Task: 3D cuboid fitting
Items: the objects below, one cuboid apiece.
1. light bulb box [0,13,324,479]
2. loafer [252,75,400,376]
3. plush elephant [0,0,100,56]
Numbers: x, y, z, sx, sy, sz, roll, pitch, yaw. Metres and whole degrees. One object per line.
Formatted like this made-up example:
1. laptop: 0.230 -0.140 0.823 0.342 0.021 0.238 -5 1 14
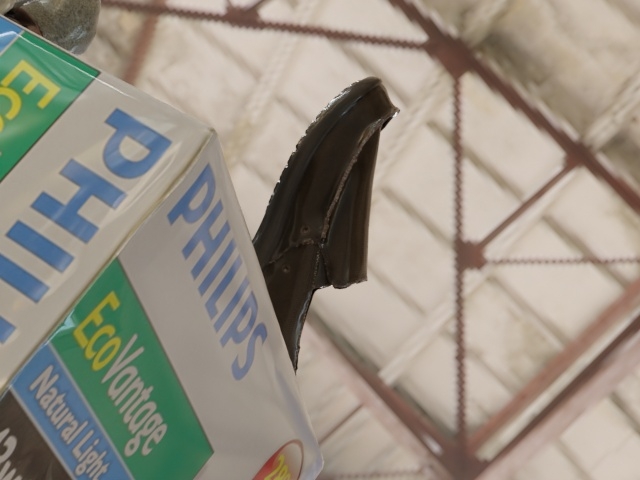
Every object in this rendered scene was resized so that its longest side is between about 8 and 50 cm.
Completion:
1. light bulb box: -0.222 0.039 0.841 0.361 0.225 0.358 29 -21 21
2. loafer: 0.000 0.000 1.141 0.078 0.220 0.080 28 2 4
3. plush elephant: -0.253 -0.148 1.233 0.255 0.330 0.272 110 -34 -52
